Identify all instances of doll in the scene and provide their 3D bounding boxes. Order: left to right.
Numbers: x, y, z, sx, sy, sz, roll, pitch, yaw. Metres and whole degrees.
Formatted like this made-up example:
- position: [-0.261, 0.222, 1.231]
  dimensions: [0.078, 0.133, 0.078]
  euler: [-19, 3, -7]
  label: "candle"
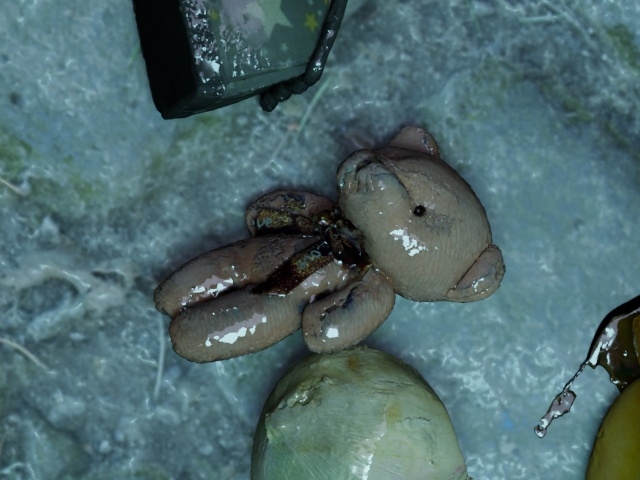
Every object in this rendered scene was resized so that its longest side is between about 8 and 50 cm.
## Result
- position: [0.000, 0.000, 1.573]
  dimensions: [0.303, 0.156, 0.201]
  euler: [-20, 50, -13]
  label: "doll"

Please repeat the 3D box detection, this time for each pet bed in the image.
- position: [-0.066, -0.206, 1.568]
  dimensions: [0.159, 0.211, 0.183]
  euler: [-13, 89, -15]
  label: "pet bed"

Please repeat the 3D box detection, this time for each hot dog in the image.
- position: [0.308, 0.209, 1.646]
  dimensions: [0.194, 0.107, 0.326]
  euler: [-10, 89, -5]
  label: "hot dog"

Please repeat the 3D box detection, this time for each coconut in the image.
- position: [0.027, 0.181, 1.571]
  dimensions: [0.194, 0.194, 0.194]
  euler: [0, 89, -6]
  label: "coconut"
